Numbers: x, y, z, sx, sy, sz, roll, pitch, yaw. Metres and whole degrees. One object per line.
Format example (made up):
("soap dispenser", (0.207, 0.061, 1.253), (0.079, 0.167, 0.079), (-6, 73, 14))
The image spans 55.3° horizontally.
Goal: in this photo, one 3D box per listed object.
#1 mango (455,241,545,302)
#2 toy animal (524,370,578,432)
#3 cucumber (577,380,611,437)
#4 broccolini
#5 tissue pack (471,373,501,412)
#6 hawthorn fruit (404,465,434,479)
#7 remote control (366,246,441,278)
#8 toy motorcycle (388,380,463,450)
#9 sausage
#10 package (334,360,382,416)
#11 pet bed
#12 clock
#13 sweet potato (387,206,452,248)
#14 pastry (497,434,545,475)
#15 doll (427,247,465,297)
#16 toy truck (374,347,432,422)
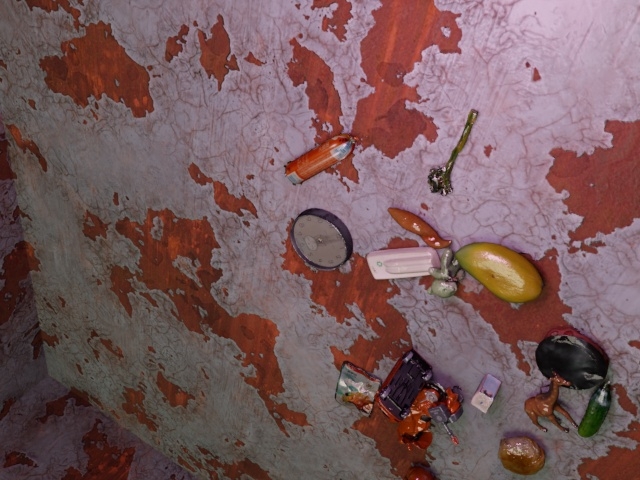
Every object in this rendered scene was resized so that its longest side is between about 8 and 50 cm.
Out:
("mango", (0.481, 0.078, 1.633), (0.237, 0.091, 0.137), (37, 128, 6))
("toy animal", (0.671, 0.472, 1.770), (0.230, 0.066, 0.224), (51, 148, -12))
("cucumber", (0.784, 0.489, 1.739), (0.056, 0.056, 0.250), (19, 132, 23))
("broccolini", (0.342, -0.224, 1.562), (0.058, 0.071, 0.254), (-117, 36, -44))
("tissue pack", (0.513, 0.470, 1.887), (0.058, 0.094, 0.074), (30, 131, 15))
("hawthorn fruit", (0.374, 0.907, 2.286), (0.140, 0.125, 0.125), (-15, 116, 5))
("remote control", (0.244, 0.070, 1.818), (0.230, 0.049, 0.090), (-7, 114, 39))
("toy motorcycle", (0.346, 0.589, 2.054), (0.325, 0.147, 0.221), (-34, 90, 45))
("sausage", (0.010, -0.238, 1.744), (0.264, 0.083, 0.083), (-23, 106, 41))
("package", (0.132, 0.558, 2.252), (0.166, 0.040, 0.232), (27, 131, 17))
("pet bed", (0.695, 0.333, 1.694), (0.201, 0.053, 0.201), (18, 129, 24))
("clock", (0.000, 0.000, 1.941), (0.214, 0.042, 0.215), (18, 129, 24))
("sweet potato", (0.274, -0.037, 1.717), (0.202, 0.058, 0.055), (36, 113, 9))
("pastry", (0.645, 0.691, 1.963), (0.153, 0.081, 0.153), (15, 124, 24))
("doll", (0.361, 0.096, 1.721), (0.115, 0.077, 0.150), (4, 110, -17))
("toy truck", (0.256, 0.469, 1.954), (0.107, 0.253, 0.114), (45, 139, -1))
